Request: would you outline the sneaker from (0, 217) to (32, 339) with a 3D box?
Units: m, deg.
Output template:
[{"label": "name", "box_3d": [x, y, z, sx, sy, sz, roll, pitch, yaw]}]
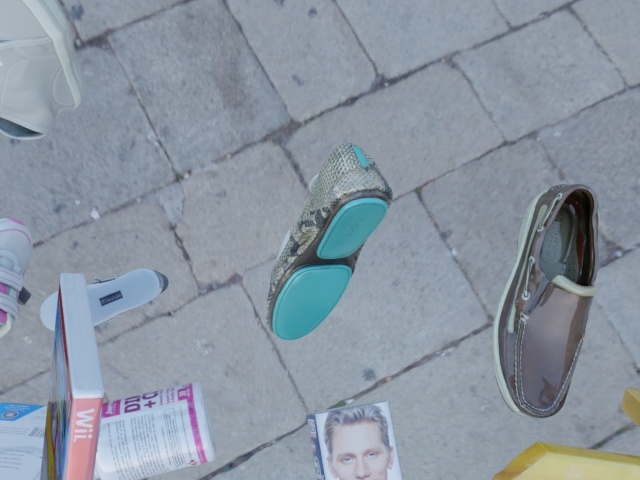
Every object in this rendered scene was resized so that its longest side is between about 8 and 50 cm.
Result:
[{"label": "sneaker", "box_3d": [-0.525, 0.088, 1.146, 0.111, 0.103, 0.252, 19, 87, 44]}]

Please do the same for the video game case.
[{"label": "video game case", "box_3d": [-0.230, 0.199, 0.642, 0.025, 0.204, 0.285, 3, 112, -24]}]

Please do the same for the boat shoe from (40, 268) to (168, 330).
[{"label": "boat shoe", "box_3d": [-0.515, 0.138, 1.718, 0.306, 0.105, 0.113, -24, 86, 5]}]

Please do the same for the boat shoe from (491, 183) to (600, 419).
[{"label": "boat shoe", "box_3d": [0.243, 0.059, 0.754, 0.095, 0.095, 0.257, 10, 77, -6]}]

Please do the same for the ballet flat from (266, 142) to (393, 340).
[{"label": "ballet flat", "box_3d": [0.000, 0.000, 1.400, 0.164, 0.482, 0.182, 1, 51, -24]}]

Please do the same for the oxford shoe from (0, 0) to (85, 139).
[{"label": "oxford shoe", "box_3d": [-0.374, -0.224, 0.803, 0.169, 0.449, 0.130, 37, 75, 1]}]

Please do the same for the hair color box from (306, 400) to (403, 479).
[{"label": "hair color box", "box_3d": [0.087, 0.539, 1.564, 0.174, 0.105, 0.347, -8, 78, -13]}]

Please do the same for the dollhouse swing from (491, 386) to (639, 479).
[{"label": "dollhouse swing", "box_3d": [0.307, 0.356, 0.847, 0.305, 0.315, 0.346, 12, 97, 3]}]

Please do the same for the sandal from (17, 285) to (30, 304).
[{"label": "sandal", "box_3d": [-0.635, 0.065, 1.343, 0.097, 0.254, 0.054, 16, 63, 25]}]

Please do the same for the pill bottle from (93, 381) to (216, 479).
[{"label": "pill bottle", "box_3d": [-0.358, 0.385, 1.402, 0.283, 0.160, 0.160, -12, 75, -9]}]

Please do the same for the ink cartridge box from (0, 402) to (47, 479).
[{"label": "ink cartridge box", "box_3d": [-0.401, 0.300, 0.928, 0.140, 0.190, 0.082, 1, 115, 11]}]
